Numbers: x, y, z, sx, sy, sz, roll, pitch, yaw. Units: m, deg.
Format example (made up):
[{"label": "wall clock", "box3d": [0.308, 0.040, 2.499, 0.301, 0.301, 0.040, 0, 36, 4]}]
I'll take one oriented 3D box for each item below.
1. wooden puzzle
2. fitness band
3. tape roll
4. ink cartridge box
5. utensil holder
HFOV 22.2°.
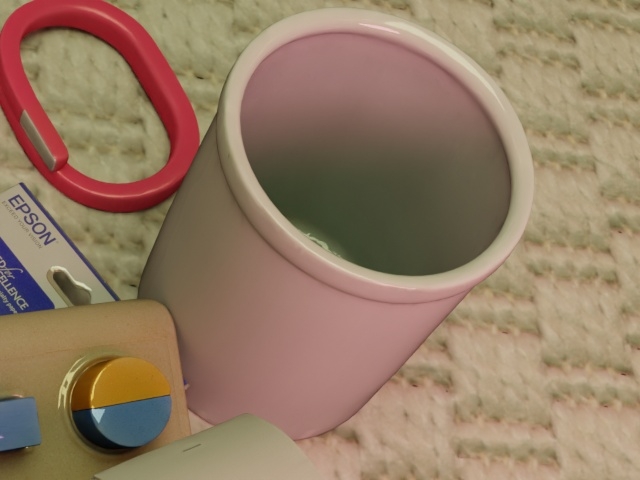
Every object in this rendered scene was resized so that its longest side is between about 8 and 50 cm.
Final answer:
[{"label": "wooden puzzle", "box3d": [-0.255, 0.234, 1.587, 0.322, 0.080, 0.348, -6, 80, -33]}, {"label": "fitness band", "box3d": [-0.265, -0.164, 1.928, 0.209, 0.054, 0.291, -18, 69, -34]}, {"label": "tape roll", "box3d": [-0.098, 0.301, 1.485, 0.169, 0.246, 0.246, -19, 68, -32]}, {"label": "ink cartridge box", "box3d": [-0.348, 0.126, 1.698, 0.307, 0.072, 0.303, -31, 75, -37]}, {"label": "utensil holder", "box3d": [0.000, 0.000, 1.724, 0.327, 0.385, 0.327, 10, 56, -16]}]
